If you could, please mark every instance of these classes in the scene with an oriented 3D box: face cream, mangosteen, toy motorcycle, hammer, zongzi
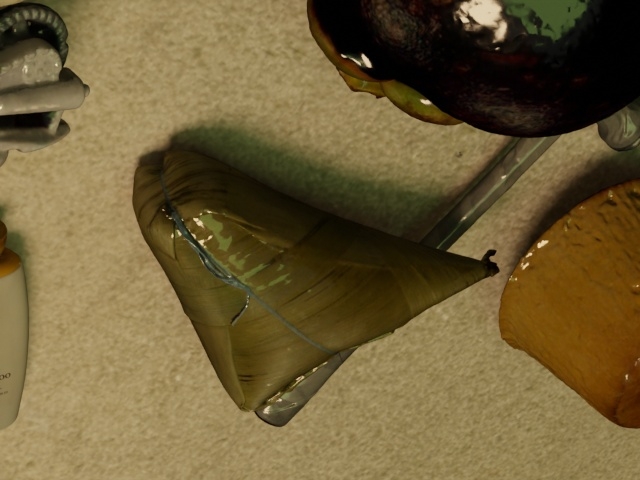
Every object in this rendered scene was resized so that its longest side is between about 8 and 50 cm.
[{"bbox_3d":[-0.261,0.066,1.369,0.072,0.051,0.182,-3,124,-10],"label":"face cream"},{"bbox_3d":[0.119,-0.186,1.286,0.275,0.275,0.302,19,145,-36],"label":"mangosteen"},{"bbox_3d":[-0.275,-0.056,1.179,0.260,0.110,0.171,-29,138,-28],"label":"toy motorcycle"},{"bbox_3d":[0.101,0.011,1.523,0.427,0.044,0.152,-48,136,12],"label":"hammer"},{"bbox_3d":[0.000,0.000,1.402,0.256,0.115,0.228,-21,129,4],"label":"zongzi"}]

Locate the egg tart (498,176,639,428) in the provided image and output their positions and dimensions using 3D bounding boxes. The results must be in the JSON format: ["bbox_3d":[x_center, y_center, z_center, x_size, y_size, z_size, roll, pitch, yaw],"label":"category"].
[{"bbox_3d":[0.274,0.060,1.571,0.215,0.171,0.215,-24,145,-18],"label":"egg tart"}]

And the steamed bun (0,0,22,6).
[{"bbox_3d":[-0.233,-0.239,1.137,0.183,0.106,0.183,-12,128,-16],"label":"steamed bun"}]
